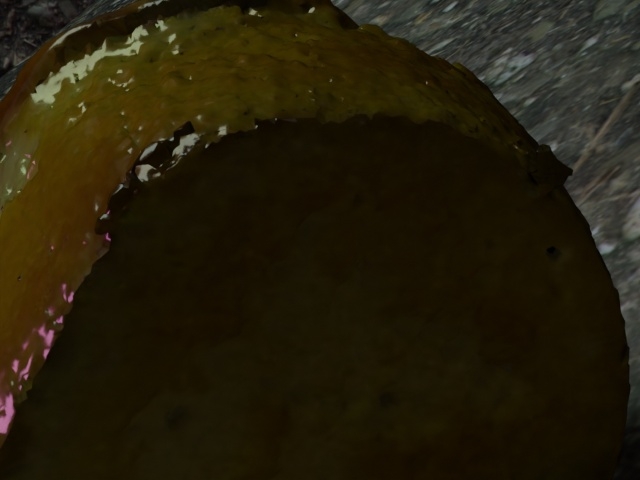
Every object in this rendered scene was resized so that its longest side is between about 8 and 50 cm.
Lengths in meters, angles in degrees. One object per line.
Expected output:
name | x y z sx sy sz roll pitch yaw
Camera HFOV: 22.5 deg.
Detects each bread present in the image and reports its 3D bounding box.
bread | -0.030 0.074 0.849 0.398 0.398 0.215 -36 27 -3
